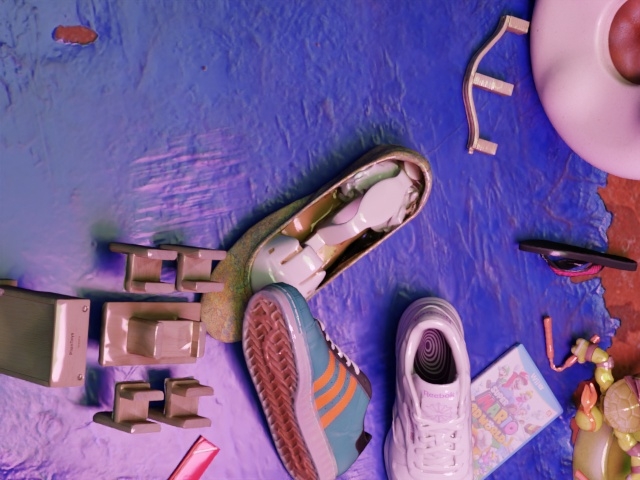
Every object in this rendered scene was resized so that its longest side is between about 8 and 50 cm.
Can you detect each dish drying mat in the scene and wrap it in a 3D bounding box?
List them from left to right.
[{"bbox_3d":[-0.160,0.284,1.773,0.032,0.008,0.083,39,79,-20],"label":"dish drying mat"}]

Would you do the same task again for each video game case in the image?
[{"bbox_3d":[0.235,0.233,1.921,0.166,0.015,0.119,-37,106,-15],"label":"video game case"}]

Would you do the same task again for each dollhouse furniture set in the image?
[{"bbox_3d":[-0.254,0.107,1.680,0.242,0.161,0.212,3,93,-44],"label":"dollhouse furniture set"}]

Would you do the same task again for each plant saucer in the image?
[{"bbox_3d":[0.466,0.307,2.005,0.241,0.037,0.240,-2,95,-22],"label":"plant saucer"}]

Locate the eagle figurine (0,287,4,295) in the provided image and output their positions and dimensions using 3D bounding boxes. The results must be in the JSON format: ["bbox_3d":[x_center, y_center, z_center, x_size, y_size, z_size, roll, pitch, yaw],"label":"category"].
[{"bbox_3d":[-0.508,0.036,1.527,0.298,0.226,0.225,31,103,-25],"label":"eagle figurine"}]

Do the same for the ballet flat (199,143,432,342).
[{"bbox_3d":[0.000,0.000,1.759,0.348,0.123,0.123,-38,106,-15],"label":"ballet flat"}]

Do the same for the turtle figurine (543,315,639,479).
[{"bbox_3d":[0.421,0.202,1.925,0.217,0.087,0.269,-18,81,-15],"label":"turtle figurine"}]

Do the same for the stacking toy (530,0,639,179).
[{"bbox_3d":[0.547,-0.264,1.901,0.480,0.351,0.350,-6,96,-39],"label":"stacking toy"}]

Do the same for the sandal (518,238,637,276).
[{"bbox_3d":[0.346,0.031,1.926,0.179,0.067,0.040,11,101,-24],"label":"sandal"}]

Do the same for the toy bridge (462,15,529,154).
[{"bbox_3d":[0.220,-0.204,1.878,0.063,0.026,0.188,16,88,-19],"label":"toy bridge"}]

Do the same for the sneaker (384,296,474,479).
[{"bbox_3d":[0.134,0.227,1.803,0.114,0.152,0.305,-4,92,2],"label":"sneaker"}]

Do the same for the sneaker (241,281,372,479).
[{"bbox_3d":[-0.008,0.162,1.755,0.121,0.108,0.302,-35,130,-31],"label":"sneaker"}]
